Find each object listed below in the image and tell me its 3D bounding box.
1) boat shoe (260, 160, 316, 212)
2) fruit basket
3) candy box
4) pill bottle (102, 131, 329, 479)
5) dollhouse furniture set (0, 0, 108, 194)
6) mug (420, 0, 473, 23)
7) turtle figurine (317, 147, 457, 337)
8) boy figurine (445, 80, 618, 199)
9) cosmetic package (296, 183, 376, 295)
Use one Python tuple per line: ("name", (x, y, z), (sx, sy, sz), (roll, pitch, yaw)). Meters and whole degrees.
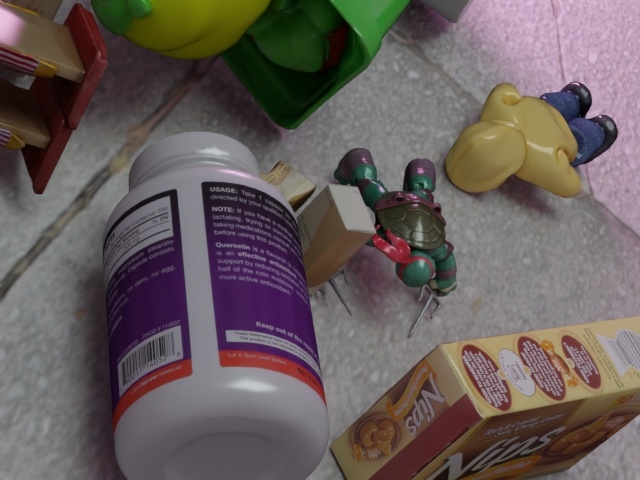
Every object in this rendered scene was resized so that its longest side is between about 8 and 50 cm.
("boat shoe", (-0.066, -0.041, 1.747), (0.059, 0.063, 0.170), (45, 27, 7))
("fruit basket", (-0.110, -0.282, 1.755), (0.392, 0.283, 0.392), (7, 71, -22))
("candy box", (0.185, 0.167, 1.669), (0.316, 0.183, 0.087), (-3, 56, -44))
("pill bottle", (-0.098, 0.063, 1.511), (0.181, 0.181, 0.323), (19, 43, -29))
("dollhouse furniture set", (-0.348, -0.224, 1.626), (0.201, 0.152, 0.374), (18, 26, -29))
("mug", (0.119, -0.483, 2.213), (0.328, 0.276, 0.374), (35, 7, 1))
("turtle figurine", (0.083, -0.002, 1.807), (0.175, 0.118, 0.234), (24, 35, -24))
("boy figurine", (0.259, -0.116, 2.094), (0.177, 0.092, 0.285), (53, 38, 12))
("cosmetic package", (0.000, 0.000, 1.718), (0.041, 0.115, 0.060), (6, 50, -39))
